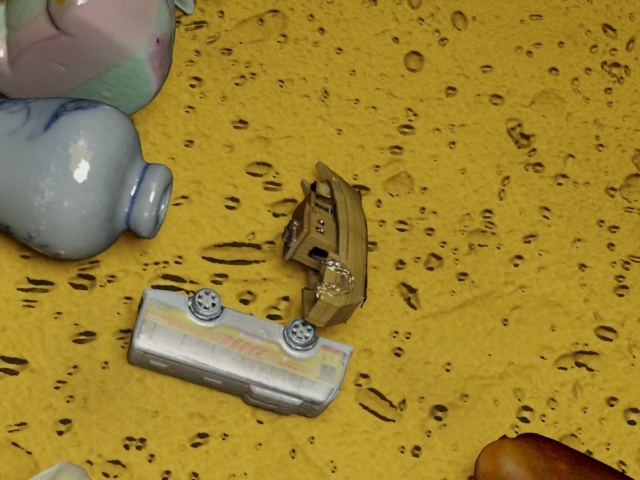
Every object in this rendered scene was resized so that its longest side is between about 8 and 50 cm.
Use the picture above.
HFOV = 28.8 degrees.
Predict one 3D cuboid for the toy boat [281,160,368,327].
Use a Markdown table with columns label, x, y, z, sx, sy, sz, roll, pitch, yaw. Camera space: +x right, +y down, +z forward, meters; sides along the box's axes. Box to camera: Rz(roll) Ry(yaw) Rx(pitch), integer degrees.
| label | x | y | z | sx | sy | sz | roll | pitch | yaw |
| --- | --- | --- | --- | --- | --- | --- | --- | --- | --- |
| toy boat | 0.000 | 0.000 | 1.139 | 0.072 | 0.064 | 0.206 | 25 | 32 | -20 |

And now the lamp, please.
| label | x | y | z | sx | sy | sz | roll | pitch | yaw |
| --- | --- | --- | --- | --- | --- | --- | --- | --- | --- |
| lamp | -0.188 | -0.257 | 1.177 | 0.247 | 0.247 | 0.301 | 31 | 48 | -38 |

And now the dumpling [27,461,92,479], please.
| label | x | y | z | sx | sy | sz | roll | pitch | yaw |
| --- | --- | --- | --- | --- | --- | --- | --- | --- | --- |
| dumpling | -0.206 | 0.273 | 0.875 | 0.166 | 0.216 | 0.126 | -7 | 31 | -38 |

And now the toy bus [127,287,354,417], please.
| label | x | y | z | sx | sy | sz | roll | pitch | yaw |
| --- | --- | --- | --- | --- | --- | --- | --- | --- | --- |
| toy bus | -0.071 | 0.096 | 1.081 | 0.190 | 0.064 | 0.075 | 19 | 62 | -6 |

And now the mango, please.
| label | x | y | z | sx | sy | sz | roll | pitch | yaw |
| --- | --- | --- | --- | --- | --- | --- | --- | --- | --- |
| mango | 0.243 | 0.261 | 1.051 | 0.267 | 0.111 | 0.133 | 30 | 40 | 3 |

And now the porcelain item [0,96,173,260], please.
| label | x | y | z | sx | sy | sz | roll | pitch | yaw |
| --- | --- | --- | --- | --- | --- | --- | --- | --- | --- |
| porcelain item | -0.259 | -0.065 | 1.079 | 0.259 | 0.141 | 0.141 | 15 | 56 | 1 |
